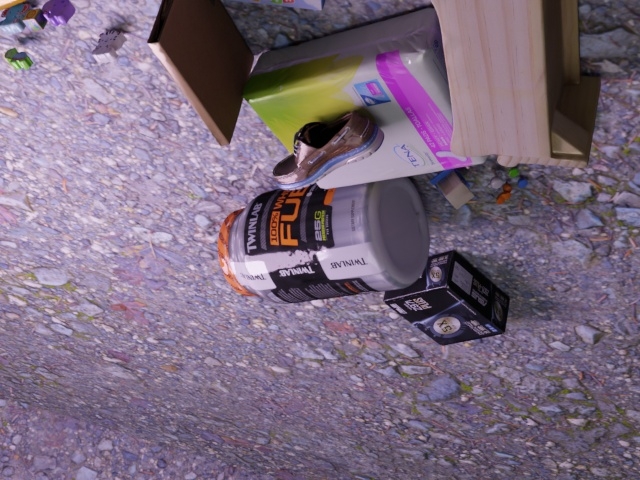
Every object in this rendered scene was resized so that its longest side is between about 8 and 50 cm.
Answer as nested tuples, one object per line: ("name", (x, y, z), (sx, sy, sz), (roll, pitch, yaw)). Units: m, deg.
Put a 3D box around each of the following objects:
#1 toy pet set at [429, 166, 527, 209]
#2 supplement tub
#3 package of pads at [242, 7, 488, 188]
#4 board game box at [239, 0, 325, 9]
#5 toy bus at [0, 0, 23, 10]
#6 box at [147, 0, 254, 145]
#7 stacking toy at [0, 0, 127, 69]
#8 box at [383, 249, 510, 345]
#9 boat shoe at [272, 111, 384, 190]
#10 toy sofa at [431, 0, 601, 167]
("toy pet set", (0.231, -0.102, 1.571), (0.114, 0.065, 0.122), (-38, 132, 11))
("supplement tub", (0.000, 0.000, 1.678), (0.316, 0.193, 0.193), (-11, 141, 34))
("package of pads", (0.075, -0.185, 1.441), (0.297, 0.101, 0.229), (-7, 141, 32))
("board game box", (-0.076, -0.375, 1.256), (0.160, 0.039, 0.211), (8, 149, 9))
("toy bus", (-0.462, -0.431, 1.236), (0.108, 0.130, 0.333), (-12, 140, 35))
("box", (-0.153, -0.250, 1.366), (0.021, 0.164, 0.201), (-4, 144, 23))
("stacking toy", (-0.404, -0.323, 1.470), (0.221, 0.052, 0.167), (-1, 144, 26))
("box", (0.229, 0.108, 1.866), (0.147, 0.077, 0.180), (-16, 137, 41))
("boat shoe", (-0.002, -0.129, 1.413), (0.183, 0.066, 0.066), (-24, 126, 33))
("toy sofa", (0.236, -0.251, 1.221), (0.177, 0.150, 0.362), (5, 148, 19))
